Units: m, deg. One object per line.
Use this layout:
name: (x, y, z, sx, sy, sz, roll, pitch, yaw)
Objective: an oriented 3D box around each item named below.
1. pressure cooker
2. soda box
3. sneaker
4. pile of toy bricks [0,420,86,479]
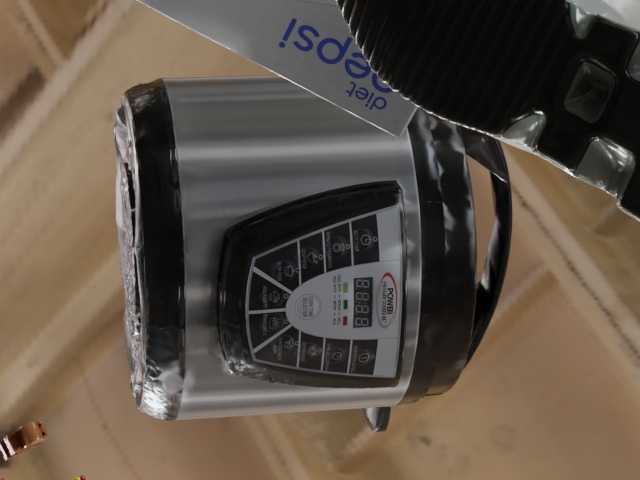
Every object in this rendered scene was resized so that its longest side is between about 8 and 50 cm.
pressure cooker: (-0.001, -0.004, 1.778, 0.370, 0.420, 0.376, 112, -27, -64)
soda box: (-0.036, -0.198, 1.308, 0.098, 0.286, 0.091, -60, -177, 28)
sneaker: (0.147, -0.105, 0.971, 0.330, 0.146, 0.122, 40, -66, 24)
pile of toy bricks: (-0.273, 0.210, 1.306, 0.118, 0.212, 0.105, 63, -31, 7)
